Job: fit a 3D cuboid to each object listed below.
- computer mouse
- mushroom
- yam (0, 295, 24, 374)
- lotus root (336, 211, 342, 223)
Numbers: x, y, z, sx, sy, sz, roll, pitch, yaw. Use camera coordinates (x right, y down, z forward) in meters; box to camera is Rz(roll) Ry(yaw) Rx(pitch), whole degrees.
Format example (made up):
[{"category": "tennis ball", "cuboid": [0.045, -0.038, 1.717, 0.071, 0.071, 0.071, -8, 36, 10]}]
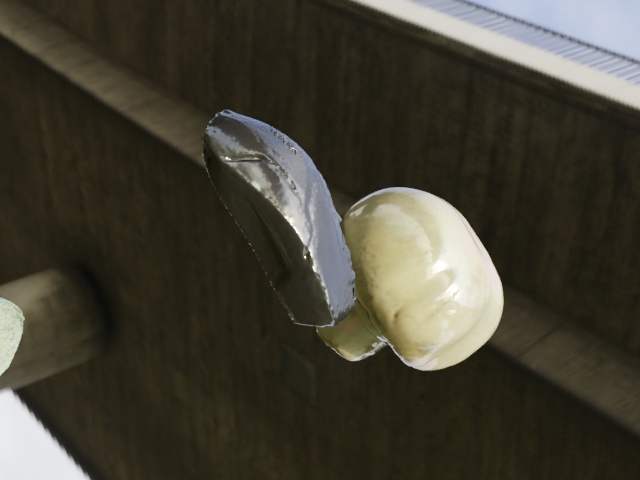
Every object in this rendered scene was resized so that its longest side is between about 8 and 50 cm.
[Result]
[{"category": "computer mouse", "cuboid": [-0.025, -0.024, 1.018, 0.073, 0.122, 0.217, -21, -68, 19]}, {"category": "mushroom", "cuboid": [0.099, 0.060, 1.465, 0.260, 0.234, 0.254, 53, 17, -24]}, {"category": "yam", "cuboid": [-0.504, 0.097, 1.310, 0.330, 0.133, 0.133, 10, -61, 21]}, {"category": "lotus root", "cuboid": [0.000, 0.000, 1.595, 0.170, 0.074, 0.261, 54, -4, -19]}]
